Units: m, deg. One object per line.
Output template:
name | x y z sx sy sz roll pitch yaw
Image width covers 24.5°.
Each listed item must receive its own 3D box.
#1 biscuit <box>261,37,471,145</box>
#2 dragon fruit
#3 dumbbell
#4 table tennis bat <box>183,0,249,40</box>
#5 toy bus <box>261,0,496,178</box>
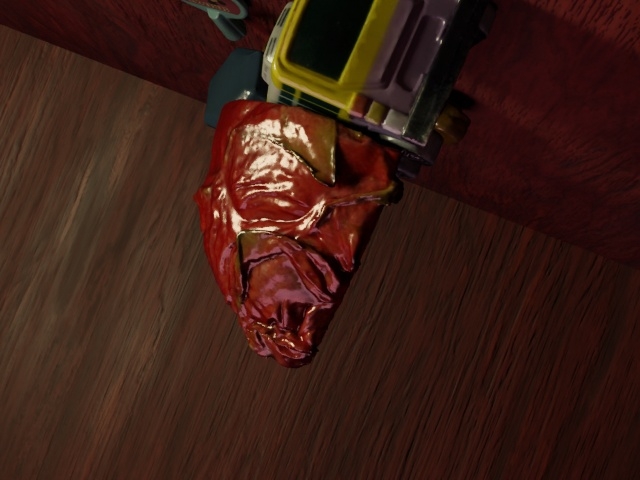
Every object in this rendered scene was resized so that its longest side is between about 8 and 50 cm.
biscuit | 0.078 -0.252 2.434 0.359 0.074 0.381 22 175 -10
dragon fruit | 0.000 0.000 1.826 0.240 0.330 0.302 3 -176 -32
dumbbell | -0.032 -0.192 2.417 0.316 0.156 0.144 26 148 -31
table tennis bat | -0.171 -0.378 2.344 0.153 0.040 0.244 20 172 20
toy bus | 0.053 -0.221 1.887 0.249 0.209 0.440 23 176 -1
